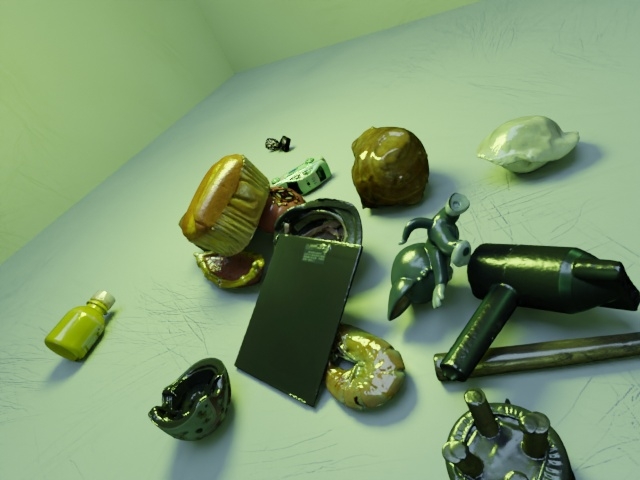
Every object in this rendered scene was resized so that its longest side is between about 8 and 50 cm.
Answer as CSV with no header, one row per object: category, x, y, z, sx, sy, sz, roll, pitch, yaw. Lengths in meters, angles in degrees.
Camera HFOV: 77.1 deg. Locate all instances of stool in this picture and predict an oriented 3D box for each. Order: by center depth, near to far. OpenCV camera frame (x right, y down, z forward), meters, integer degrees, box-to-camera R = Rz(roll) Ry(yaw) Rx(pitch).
stool,0.247,0.305,0.513,0.153,0.139,0.228,-24,33,10

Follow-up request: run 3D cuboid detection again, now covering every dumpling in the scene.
dumpling,0.518,-0.240,1.006,0.250,0.132,0.162,-14,27,-5

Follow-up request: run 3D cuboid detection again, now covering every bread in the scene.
bread,-0.276,-0.108,1.146,0.204,0.156,0.288,4,66,46

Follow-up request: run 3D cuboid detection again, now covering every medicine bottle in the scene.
medicine bottle,-0.740,0.258,1.264,0.122,0.121,0.212,-6,41,29

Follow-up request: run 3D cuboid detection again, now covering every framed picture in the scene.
framed picture,-0.056,0.153,0.892,0.255,0.014,0.338,7,74,41

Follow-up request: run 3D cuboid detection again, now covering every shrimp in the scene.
shrimp,0.054,0.234,0.805,0.145,0.061,0.267,-48,41,-9

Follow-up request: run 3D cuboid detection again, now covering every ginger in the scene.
ginger,0.195,-0.222,1.140,0.223,0.200,0.269,-14,39,24

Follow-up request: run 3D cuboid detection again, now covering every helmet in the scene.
helmet,-0.253,0.344,0.843,0.153,0.107,0.177,-21,17,17
helmet,0.000,0.000,1.049,0.254,0.154,0.198,-5,77,17

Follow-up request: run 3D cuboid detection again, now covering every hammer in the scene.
hammer,0.404,0.178,0.640,0.440,0.044,0.168,-15,39,19

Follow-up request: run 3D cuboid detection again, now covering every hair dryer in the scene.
hair dryer,0.326,0.124,0.647,0.302,0.116,0.244,-45,23,-24

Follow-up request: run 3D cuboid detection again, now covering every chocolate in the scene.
chocolate,-0.183,-0.420,1.760,0.070,0.072,0.147,-46,33,-17

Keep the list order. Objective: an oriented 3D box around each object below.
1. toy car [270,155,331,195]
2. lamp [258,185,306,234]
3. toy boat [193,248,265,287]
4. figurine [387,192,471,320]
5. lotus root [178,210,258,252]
toy car,-0.069,-0.205,1.398,0.224,0.090,0.076,-31,41,-1
lamp,-0.129,-0.086,1.249,0.182,0.140,0.182,10,35,-7
toy boat,-0.258,0.077,1.178,0.318,0.099,0.141,6,51,43
figurine,0.211,0.039,0.787,0.140,0.265,0.193,8,45,14
lotus root,-0.311,-0.075,1.341,0.291,0.193,0.193,-31,35,-14
